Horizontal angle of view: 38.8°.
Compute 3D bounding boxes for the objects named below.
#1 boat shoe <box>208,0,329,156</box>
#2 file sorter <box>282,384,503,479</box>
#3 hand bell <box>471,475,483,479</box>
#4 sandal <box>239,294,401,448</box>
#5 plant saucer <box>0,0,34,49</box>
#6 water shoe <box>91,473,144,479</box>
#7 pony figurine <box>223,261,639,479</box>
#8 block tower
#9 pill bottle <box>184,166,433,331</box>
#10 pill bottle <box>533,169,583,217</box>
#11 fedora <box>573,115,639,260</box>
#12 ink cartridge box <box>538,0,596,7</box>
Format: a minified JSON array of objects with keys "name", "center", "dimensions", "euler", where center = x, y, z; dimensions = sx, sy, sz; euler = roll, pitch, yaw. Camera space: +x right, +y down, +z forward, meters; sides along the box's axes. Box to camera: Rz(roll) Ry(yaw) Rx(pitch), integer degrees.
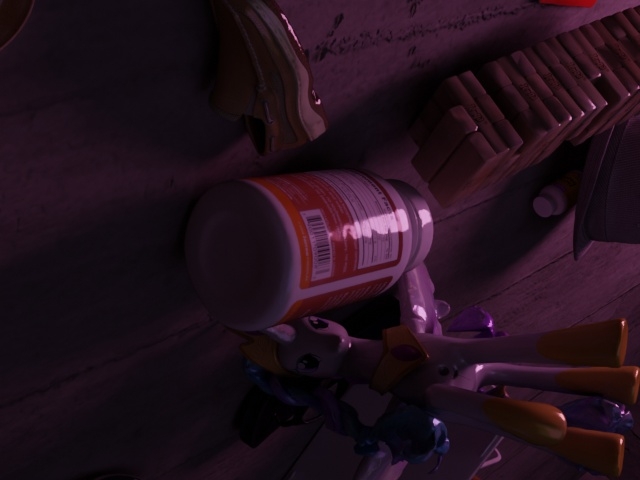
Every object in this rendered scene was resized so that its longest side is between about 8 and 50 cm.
[{"name":"boat shoe","center":[-0.047,-0.112,0.642],"dimensions":[0.072,0.068,0.190],"euler":[-34,150,-3]},{"name":"file sorter","center":[0.118,0.293,1.233],"dimensions":[0.277,0.193,0.173],"euler":[-56,154,12]},{"name":"hand bell","center":[0.203,0.341,1.350],"dimensions":[0.126,0.242,0.126],"euler":[-34,148,-24]},{"name":"sandal","center":[0.013,0.152,1.050],"dimensions":[0.254,0.054,0.097],"euler":[-36,149,-22]},{"name":"plant saucer","center":[-0.188,-0.130,0.470],"dimensions":[0.083,0.015,0.083],"euler":[-34,149,-24]},{"name":"water shoe","center":[-0.240,0.275,0.860],"dimensions":[0.080,0.073,0.203],"euler":[-33,161,30]},{"name":"pony figurine","center":[0.121,0.139,0.911],"dimensions":[0.351,0.363,0.303],"euler":[42,58,-61]},{"name":"block tower","center":[0.241,-0.146,0.918],"dimensions":[0.335,0.091,0.097],"euler":[-25,164,-30]},{"name":"pill bottle","center":[0.000,0.000,0.779],"dimensions":[0.216,0.121,0.121],"euler":[-11,134,-49]},{"name":"pill bottle","center":[0.328,-0.062,1.239],"dimensions":[0.083,0.043,0.043],"euler":[-30,146,-32]},{"name":"fedora","center":[0.439,-0.082,1.224],"dimensions":[0.244,0.124,0.275],"euler":[-45,144,-38]},{"name":"ink cartridge box","center":[0.320,-0.318,0.880],"dimensions":[0.134,0.078,0.231],"euler":[-13,136,-47]}]
